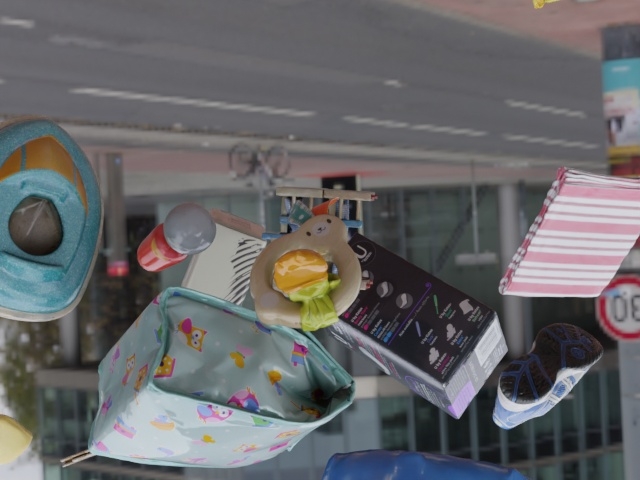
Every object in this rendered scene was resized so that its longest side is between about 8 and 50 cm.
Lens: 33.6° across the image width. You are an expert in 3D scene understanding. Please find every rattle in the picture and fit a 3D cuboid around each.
[{"bbox_3d":[-0.021,-0.012,1.165,0.130,0.200,0.143,-5,140,28],"label":"rattle"}]

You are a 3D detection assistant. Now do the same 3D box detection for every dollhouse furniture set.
[{"bbox_3d":[0.000,0.000,1.342,0.129,0.129,0.183,3,-176,6],"label":"dollhouse furniture set"}]

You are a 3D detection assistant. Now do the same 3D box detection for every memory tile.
[{"bbox_3d":[-0.282,0.279,1.455,0.113,0.012,0.148,-15,172,-43],"label":"memory tile"}]

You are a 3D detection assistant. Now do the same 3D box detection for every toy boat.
[{"bbox_3d":[-0.293,-0.027,1.310,0.318,0.268,0.148,12,155,-32],"label":"toy boat"}]

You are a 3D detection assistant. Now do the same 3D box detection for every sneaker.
[{"bbox_3d":[0.295,0.177,1.403,0.211,0.081,0.080,-23,-127,-38],"label":"sneaker"}]

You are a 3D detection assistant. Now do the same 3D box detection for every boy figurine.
[{"bbox_3d":[-0.578,0.359,1.712,0.285,0.092,0.177,-40,-150,20],"label":"boy figurine"}]

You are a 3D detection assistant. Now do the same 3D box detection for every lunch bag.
[{"bbox_3d":[-0.114,0.183,1.269,0.262,0.160,0.223,17,144,-23],"label":"lunch bag"}]

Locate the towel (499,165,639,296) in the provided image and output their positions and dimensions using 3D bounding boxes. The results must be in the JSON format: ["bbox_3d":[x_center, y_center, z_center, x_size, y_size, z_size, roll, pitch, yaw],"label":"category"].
[{"bbox_3d":[0.313,-0.004,1.277,0.144,0.197,0.029,4,-138,-19],"label":"towel"}]

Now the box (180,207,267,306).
[{"bbox_3d":[-0.175,0.097,1.639,0.094,0.275,0.113,20,-169,-10],"label":"box"}]

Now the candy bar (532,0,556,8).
[{"bbox_3d":[0.295,-0.276,1.098,0.161,0.040,0.018,-8,-155,23],"label":"candy bar"}]

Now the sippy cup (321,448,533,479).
[{"bbox_3d":[0.072,0.275,0.770,0.240,0.224,0.305,14,159,-16],"label":"sippy cup"}]

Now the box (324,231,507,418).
[{"bbox_3d":[0.136,0.132,1.655,0.270,0.143,0.165,30,164,27],"label":"box"}]
